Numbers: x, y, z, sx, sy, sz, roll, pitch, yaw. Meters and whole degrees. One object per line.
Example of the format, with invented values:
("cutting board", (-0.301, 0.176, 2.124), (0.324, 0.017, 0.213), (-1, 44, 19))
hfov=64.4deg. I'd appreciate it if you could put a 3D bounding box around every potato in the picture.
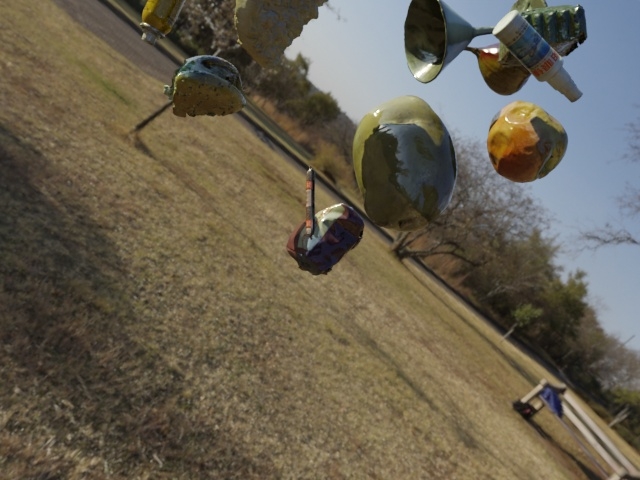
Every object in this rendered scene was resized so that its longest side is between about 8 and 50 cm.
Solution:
("potato", (0.207, -0.180, 1.242), (0.221, 0.242, 0.327), (140, -56, -60))

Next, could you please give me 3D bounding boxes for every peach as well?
("peach", (0.585, -0.291, 1.465), (0.214, 0.214, 0.236), (32, 29, -60))

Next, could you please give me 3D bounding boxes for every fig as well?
("fig", (0.681, -0.711, 2.022), (0.320, 0.217, 0.217), (22, 7, 4))

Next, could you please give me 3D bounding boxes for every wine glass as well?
("wine glass", (0.494, -0.660, 1.612), (0.267, 0.405, 0.268), (167, -90, -72))

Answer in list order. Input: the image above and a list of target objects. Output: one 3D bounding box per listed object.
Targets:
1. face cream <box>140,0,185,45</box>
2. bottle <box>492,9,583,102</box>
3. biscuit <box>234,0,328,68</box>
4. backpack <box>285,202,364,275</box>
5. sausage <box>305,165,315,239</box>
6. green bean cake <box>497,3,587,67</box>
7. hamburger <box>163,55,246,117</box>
("face cream", (-0.502, -0.816, 1.689), (0.104, 0.349, 0.105), (26, 1, 0))
("bottle", (0.426, -0.348, 0.981), (0.217, 0.060, 0.060), (37, 10, -16))
("biscuit", (-0.087, -0.538, 1.115), (0.084, 0.281, 0.179), (45, 7, 37))
("backpack", (0.000, 0.000, 1.929), (0.197, 0.283, 0.317), (49, -17, -16))
("sausage", (-0.025, -0.099, 1.333), (0.025, 0.028, 0.199), (8, 76, -42))
("green bean cake", (0.548, -0.512, 1.273), (0.173, 0.181, 0.094), (-17, 101, -82))
("hamburger", (-0.395, -0.534, 1.754), (0.192, 0.287, 0.168), (114, -33, -62))
